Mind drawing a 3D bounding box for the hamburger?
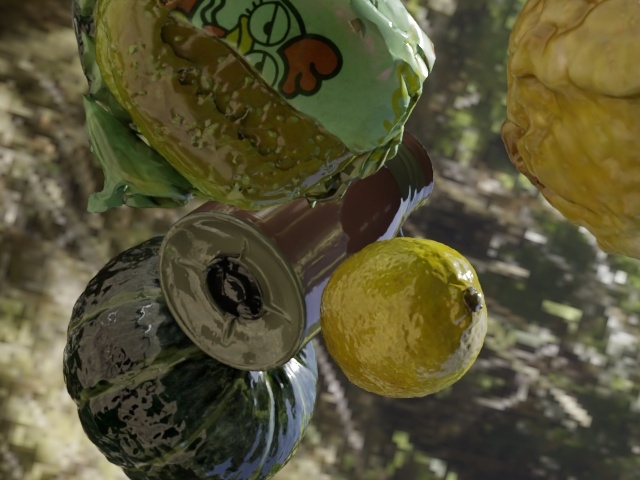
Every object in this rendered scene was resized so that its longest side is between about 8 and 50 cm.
[{"bbox_3d":[-0.058,-0.103,1.214,0.235,0.214,0.125,-36,-169,-5],"label":"hamburger"}]

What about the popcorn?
[{"bbox_3d":[0.364,-0.151,1.872,0.354,0.390,0.344,-42,-156,-18],"label":"popcorn"}]

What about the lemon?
[{"bbox_3d":[0.057,0.051,1.321,0.133,0.109,0.109,-10,-112,44],"label":"lemon"}]

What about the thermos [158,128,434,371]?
[{"bbox_3d":[0.000,0.000,1.703,0.146,0.265,0.176,1,-66,36],"label":"thermos"}]

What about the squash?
[{"bbox_3d":[-0.116,0.113,1.829,0.165,0.252,0.252,-30,-127,34],"label":"squash"}]
